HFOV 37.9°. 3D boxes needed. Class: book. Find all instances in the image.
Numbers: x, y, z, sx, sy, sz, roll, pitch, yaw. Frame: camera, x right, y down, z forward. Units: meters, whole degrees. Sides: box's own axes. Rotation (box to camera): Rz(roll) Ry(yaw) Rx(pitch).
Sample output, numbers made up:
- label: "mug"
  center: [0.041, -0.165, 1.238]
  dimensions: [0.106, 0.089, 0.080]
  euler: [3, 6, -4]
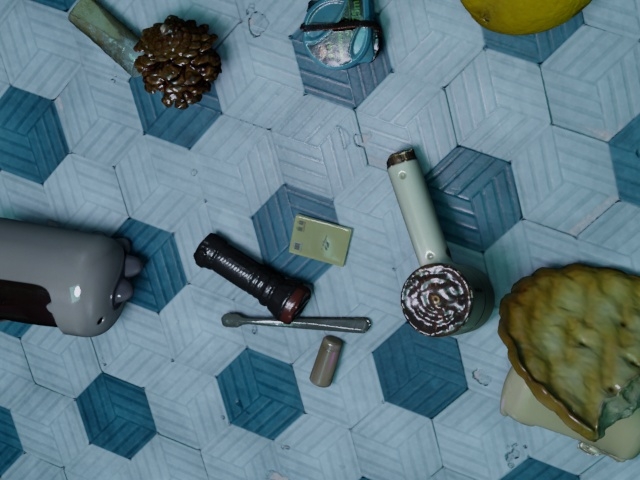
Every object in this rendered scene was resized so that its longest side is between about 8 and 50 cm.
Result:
- label: "book"
  center: [0.000, 0.000, 1.761]
  dimensions: [0.111, 0.014, 0.077]
  euler: [16, 110, 11]

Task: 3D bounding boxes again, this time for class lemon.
- label: "lemon"
  center: [0.329, -0.437, 1.449]
  dimensions: [0.254, 0.228, 0.228]
  euler: [-7, 103, 15]

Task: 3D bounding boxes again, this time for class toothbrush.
- label: "toothbrush"
  center: [-0.048, 0.159, 1.810]
  dimensions: [0.297, 0.030, 0.030]
  euler: [1, 96, 13]

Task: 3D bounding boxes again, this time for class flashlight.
- label: "flashlight"
  center: [-0.132, 0.068, 1.782]
  dimensions: [0.232, 0.093, 0.093]
  euler: [33, 110, 10]

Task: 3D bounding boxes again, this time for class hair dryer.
- label: "hair dryer"
  center: [0.188, -0.008, 1.640]
  dimensions: [0.128, 0.203, 0.361]
  euler: [-21, 80, 19]

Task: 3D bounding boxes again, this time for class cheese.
- label: "cheese"
  center: [0.462, 0.282, 1.661]
  dimensions: [0.266, 0.127, 0.233]
  euler: [24, 112, 10]

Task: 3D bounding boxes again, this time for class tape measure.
- label: "tape measure"
  center: [0.035, -0.360, 1.620]
  dimensions: [0.146, 0.081, 0.125]
  euler: [0, 102, 15]

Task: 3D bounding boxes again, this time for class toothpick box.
- label: "toothpick box"
  center: [-0.509, 0.068, 1.820]
  dimensions: [0.317, 0.229, 0.228]
  euler: [8, 107, 11]

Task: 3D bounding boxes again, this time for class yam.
- label: "yam"
  center: [-0.388, -0.381, 1.731]
  dimensions: [0.169, 0.068, 0.068]
  euler: [41, 111, 0]

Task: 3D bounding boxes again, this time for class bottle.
- label: "bottle"
  center: [0.012, 0.234, 1.806]
  dimensions: [0.045, 0.045, 0.096]
  euler: [20, 107, 8]

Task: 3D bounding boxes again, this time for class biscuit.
- label: "biscuit"
  center: [0.472, 0.169, 1.556]
  dimensions: [0.335, 0.329, 0.078]
  euler: [-13, 143, -9]

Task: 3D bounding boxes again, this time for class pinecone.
- label: "pinecone"
  center: [-0.255, -0.314, 1.674]
  dimensions: [0.174, 0.173, 0.173]
  euler: [4, 106, 14]
